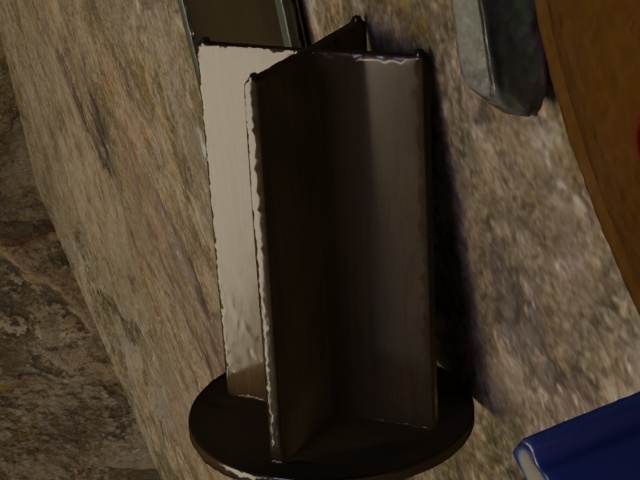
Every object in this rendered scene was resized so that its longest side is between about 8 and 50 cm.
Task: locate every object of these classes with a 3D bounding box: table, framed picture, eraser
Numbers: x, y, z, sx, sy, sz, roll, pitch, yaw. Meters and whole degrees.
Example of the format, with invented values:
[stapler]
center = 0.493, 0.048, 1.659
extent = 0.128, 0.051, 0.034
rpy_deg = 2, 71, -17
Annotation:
[table]
center = 0.000, 0.000, 0.854
extent = 0.167, 0.167, 0.226
rpy_deg = -136, 39, -61
[framed picture]
center = -0.060, -0.162, 1.105
extent = 0.293, 0.018, 0.231
rpy_deg = -135, 30, -61
[eraser]
center = 0.126, 0.092, 0.595
extent = 0.027, 0.085, 0.063
rpy_deg = 106, 142, -65

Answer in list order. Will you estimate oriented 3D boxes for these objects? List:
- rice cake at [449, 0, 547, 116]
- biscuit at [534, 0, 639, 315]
[rice cake]
center = 0.062, -0.147, 0.631
extent = 0.047, 0.036, 0.206
rpy_deg = -111, 7, -67
[biscuit]
center = 0.134, -0.072, 0.357
extent = 0.381, 0.074, 0.359
rpy_deg = 100, 151, -68
